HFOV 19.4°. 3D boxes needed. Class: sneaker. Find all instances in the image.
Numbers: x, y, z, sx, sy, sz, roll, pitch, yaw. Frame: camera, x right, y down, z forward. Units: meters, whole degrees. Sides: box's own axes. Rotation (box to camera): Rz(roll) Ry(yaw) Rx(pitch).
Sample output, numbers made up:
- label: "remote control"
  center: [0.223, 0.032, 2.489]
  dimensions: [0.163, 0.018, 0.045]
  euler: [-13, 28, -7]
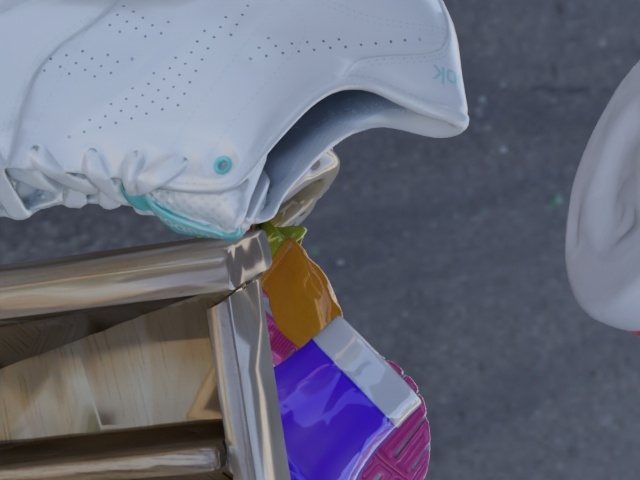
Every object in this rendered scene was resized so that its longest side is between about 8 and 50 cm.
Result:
- label: "sneaker"
  center: [0.003, 0.129, 1.703]
  dimensions: [0.103, 0.111, 0.252]
  euler: [-36, 86, -20]
- label: "sneaker"
  center: [-0.057, -0.034, 0.574]
  dimensions: [0.080, 0.212, 0.094]
  euler: [81, -12, -66]

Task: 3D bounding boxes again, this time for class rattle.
- label: "rattle"
  center: [0.000, 0.000, 1.409]
  dimensions: [0.130, 0.143, 0.200]
  euler: [-58, 167, 5]

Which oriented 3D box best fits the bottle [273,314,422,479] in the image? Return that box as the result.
- label: "bottle"
  center: [-0.069, 0.159, 0.995]
  dimensions: [0.283, 0.118, 0.092]
  euler: [-43, 135, -1]

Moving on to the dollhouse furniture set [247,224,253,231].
- label: "dollhouse furniture set"
  center: [-0.094, -0.198, 1.277]
  dimensions: [0.201, 0.152, 0.374]
  euler: [16, 76, -2]

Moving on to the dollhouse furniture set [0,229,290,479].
- label: "dollhouse furniture set"
  center: [-0.123, 0.154, 0.609]
  dimensions: [0.394, 0.362, 0.256]
  euler: [-29, 111, -76]

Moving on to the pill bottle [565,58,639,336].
- label: "pill bottle"
  center: [0.320, 0.009, 1.097]
  dimensions: [0.318, 0.176, 0.176]
  euler: [18, 65, -15]
